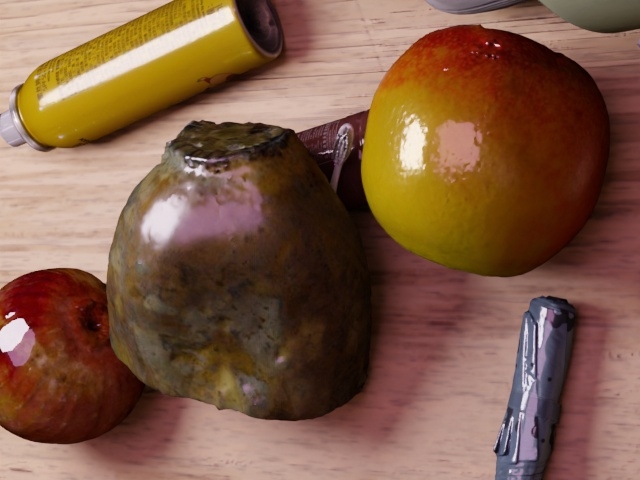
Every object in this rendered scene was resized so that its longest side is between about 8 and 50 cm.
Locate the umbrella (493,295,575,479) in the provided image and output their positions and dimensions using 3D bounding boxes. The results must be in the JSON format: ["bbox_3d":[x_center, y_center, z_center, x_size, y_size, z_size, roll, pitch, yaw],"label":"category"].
[{"bbox_3d":[0.191,0.174,1.364,0.053,0.052,0.250,11,87,29],"label":"umbrella"}]

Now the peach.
[{"bbox_3d":[0.149,-0.083,1.338,0.231,0.231,0.231,-5,79,28],"label":"peach"}]

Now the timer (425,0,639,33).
[{"bbox_3d":[0.205,-0.302,1.343,0.315,0.291,0.290,-17,73,48],"label":"timer"}]

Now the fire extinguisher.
[{"bbox_3d":[-0.037,-0.060,1.512,0.269,0.105,0.104,-17,74,26],"label":"fire extinguisher"}]

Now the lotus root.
[{"bbox_3d":[-0.085,0.023,1.414,0.267,0.149,0.260,17,122,20],"label":"lotus root"}]

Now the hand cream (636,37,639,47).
[{"bbox_3d":[0.358,-0.161,1.334,0.142,0.053,0.084,30,96,19],"label":"hand cream"}]

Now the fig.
[{"bbox_3d":[-0.286,0.129,1.571,0.205,0.205,0.205,-5,79,28],"label":"fig"}]

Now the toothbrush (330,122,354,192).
[{"bbox_3d":[0.000,0.000,1.455,0.018,0.024,0.257,17,121,5],"label":"toothbrush"}]

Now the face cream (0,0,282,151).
[{"bbox_3d":[-0.213,-0.183,1.620,0.349,0.105,0.105,-21,72,24],"label":"face cream"}]
